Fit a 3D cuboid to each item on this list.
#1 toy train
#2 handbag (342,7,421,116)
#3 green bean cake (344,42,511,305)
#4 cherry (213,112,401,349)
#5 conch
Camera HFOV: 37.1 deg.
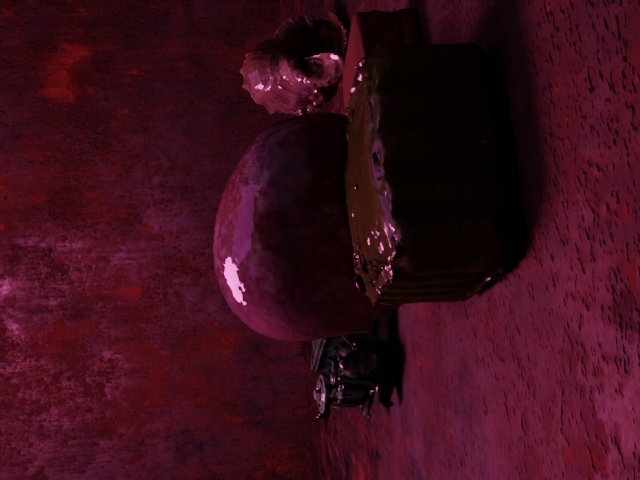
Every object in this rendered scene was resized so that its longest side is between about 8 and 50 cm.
[{"bbox_3d":[0.048,0.174,1.390,0.269,0.115,0.154,101,173,-70],"label":"toy train"},{"bbox_3d":[0.070,-0.172,1.093,0.193,0.072,0.151,95,170,-68],"label":"handbag"},{"bbox_3d":[0.083,-0.052,0.816,0.214,0.113,0.200,105,160,-75],"label":"green bean cake"},{"bbox_3d":[0.000,0.000,1.024,0.212,0.236,0.285,14,130,43],"label":"cherry"},{"bbox_3d":[-0.026,-0.300,1.604,0.245,0.163,0.178,6,89,55],"label":"conch"}]
